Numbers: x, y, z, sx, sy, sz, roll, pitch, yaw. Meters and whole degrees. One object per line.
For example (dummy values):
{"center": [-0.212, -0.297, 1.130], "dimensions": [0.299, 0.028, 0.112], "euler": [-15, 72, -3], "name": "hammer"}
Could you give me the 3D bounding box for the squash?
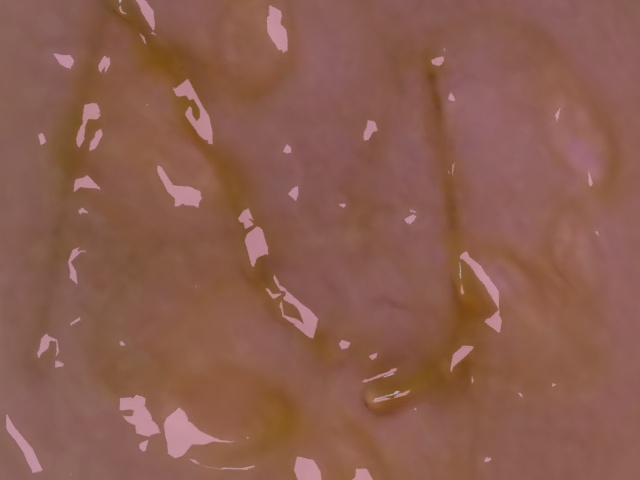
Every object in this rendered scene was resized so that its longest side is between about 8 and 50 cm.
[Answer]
{"center": [0.000, 0.000, 0.417], "dimensions": [0.252, 0.049, 0.252], "euler": [6, 74, -22], "name": "squash"}
